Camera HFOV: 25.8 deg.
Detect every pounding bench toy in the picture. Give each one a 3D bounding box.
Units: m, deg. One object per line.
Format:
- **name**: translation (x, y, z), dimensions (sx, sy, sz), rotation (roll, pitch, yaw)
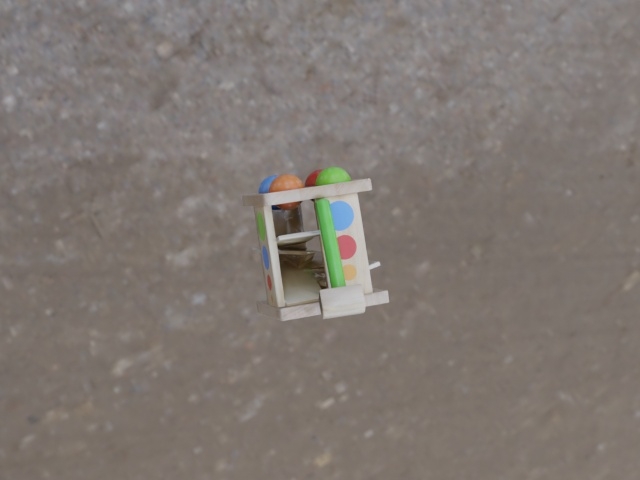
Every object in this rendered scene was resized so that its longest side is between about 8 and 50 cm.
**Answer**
- **pounding bench toy**: translation (0.000, 0.000, 0.638), dimensions (0.052, 0.065, 0.083), rotation (-9, -177, -14)
